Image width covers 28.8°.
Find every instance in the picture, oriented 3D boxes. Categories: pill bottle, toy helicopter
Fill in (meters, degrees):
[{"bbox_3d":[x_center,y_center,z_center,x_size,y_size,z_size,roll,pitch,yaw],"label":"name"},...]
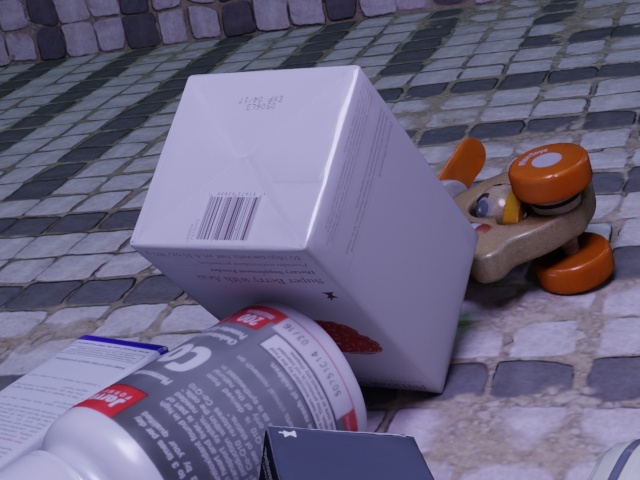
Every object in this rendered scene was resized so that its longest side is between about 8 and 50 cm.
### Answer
[{"bbox_3d":[-0.112,0.175,0.972,0.161,0.161,0.283,10,30,45],"label":"pill bottle"},{"bbox_3d":[0.123,-0.003,1.349,0.355,0.140,0.235,-23,25,-6],"label":"toy helicopter"}]

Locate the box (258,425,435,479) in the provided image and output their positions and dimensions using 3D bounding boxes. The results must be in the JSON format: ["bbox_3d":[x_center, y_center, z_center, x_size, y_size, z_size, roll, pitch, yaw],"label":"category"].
[{"bbox_3d":[0.021,0.243,0.676,0.103,0.184,0.261,3,19,-11],"label":"box"}]

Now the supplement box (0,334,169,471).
[{"bbox_3d":[-0.229,0.184,1.082,0.113,0.111,0.220,3,26,35],"label":"supplement box"}]

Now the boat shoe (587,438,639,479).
[{"bbox_3d":[0.180,0.277,0.540,0.155,0.187,0.500,-5,28,13],"label":"boat shoe"}]

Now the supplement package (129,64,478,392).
[{"bbox_3d":[0.000,0.000,1.123,0.177,0.293,0.175,1,62,31],"label":"supplement package"}]
